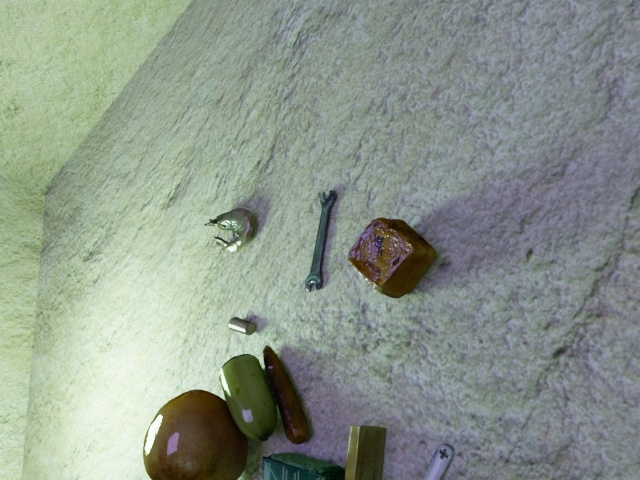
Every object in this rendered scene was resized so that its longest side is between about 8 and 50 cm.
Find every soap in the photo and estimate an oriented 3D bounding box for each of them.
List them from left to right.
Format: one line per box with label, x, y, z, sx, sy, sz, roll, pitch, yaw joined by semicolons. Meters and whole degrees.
soap;0.094;0.548;1.292;0.037;0.092;0.252;-7;72;49

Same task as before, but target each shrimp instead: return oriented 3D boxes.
shrimp;-0.311;-0.029;1.974;0.254;0.059;0.146;-14;76;39

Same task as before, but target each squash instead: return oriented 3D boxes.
squash;-0.192;0.447;1.599;0.133;0.132;0.247;-57;39;17

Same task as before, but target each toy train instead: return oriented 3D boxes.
toy train;-0.047;0.618;1.407;0.269;0.115;0.155;-8;76;47

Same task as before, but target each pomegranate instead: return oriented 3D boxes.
pomegranate;-0.352;0.584;1.604;0.319;0.319;0.320;-19;63;43

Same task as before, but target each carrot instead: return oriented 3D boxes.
carrot;-0.104;0.414;1.588;0.066;0.066;0.314;-51;42;23

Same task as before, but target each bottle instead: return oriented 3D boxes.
bottle;-0.247;0.270;1.802;0.096;0.045;0.045;9;83;48

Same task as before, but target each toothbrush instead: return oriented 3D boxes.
toothbrush;0.184;0.619;1.216;0.042;0.040;0.418;27;93;33

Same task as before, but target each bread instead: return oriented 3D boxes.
bread;0.169;0.039;1.354;0.158;0.143;0.149;-53;51;21

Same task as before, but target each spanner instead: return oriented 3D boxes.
spanner;0.000;0.000;1.648;0.071;0.017;0.302;-1;77;47
